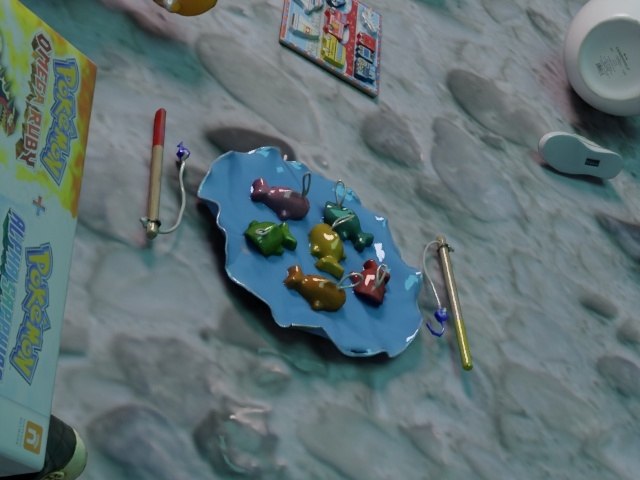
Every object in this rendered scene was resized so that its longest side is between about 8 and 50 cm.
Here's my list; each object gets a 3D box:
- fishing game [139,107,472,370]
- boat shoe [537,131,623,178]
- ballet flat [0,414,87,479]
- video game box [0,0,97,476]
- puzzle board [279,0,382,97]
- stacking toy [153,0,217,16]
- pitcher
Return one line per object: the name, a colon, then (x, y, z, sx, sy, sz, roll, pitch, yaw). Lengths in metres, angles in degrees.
fishing game: (0.000, 0.000, 0.955, 0.264, 0.041, 0.189, 26, 35, -22)
boat shoe: (0.234, -0.082, 1.284, 0.100, 0.035, 0.035, 9, 19, -33)
ballet flat: (-0.169, 0.103, 0.638, 0.173, 0.057, 0.049, 19, 30, -56)
video game box: (-0.171, -0.024, 0.567, 0.187, 0.048, 0.205, 42, 46, -56)
puzzle board: (0.012, -0.184, 1.190, 0.096, 0.011, 0.128, 29, 36, -19)
stacking toy: (-0.189, -0.257, 0.972, 0.302, 0.165, 0.175, 37, 43, -27)
pitcher: (0.330, -0.173, 1.412, 0.178, 0.125, 0.207, 59, 24, -2)
